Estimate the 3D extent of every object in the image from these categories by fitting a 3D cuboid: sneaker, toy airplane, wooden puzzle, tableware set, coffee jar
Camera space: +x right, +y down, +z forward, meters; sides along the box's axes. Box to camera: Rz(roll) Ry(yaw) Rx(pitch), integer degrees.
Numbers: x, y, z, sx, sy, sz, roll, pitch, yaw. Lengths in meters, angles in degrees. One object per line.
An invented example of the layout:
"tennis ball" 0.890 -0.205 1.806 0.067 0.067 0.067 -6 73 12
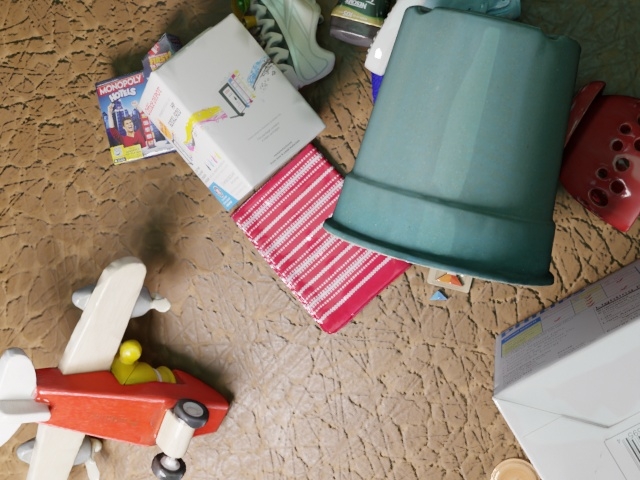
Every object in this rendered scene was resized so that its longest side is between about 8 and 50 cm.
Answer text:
"sneaker" 0.228 -0.372 1.543 0.150 0.135 0.366 43 93 6
"toy airplane" -0.393 0.243 1.683 0.386 0.272 0.384 -26 123 0
"wooden puzzle" 0.219 0.046 1.668 0.078 0.014 0.116 7 98 11
"sneaker" -0.067 -0.388 1.645 0.118 0.110 0.292 -21 92 -3
"tableware set" -0.137 -0.347 1.636 0.024 0.154 0.104 -19 94 -20
"coffee jar" 0.077 -0.407 1.616 0.096 0.079 0.184 16 99 10

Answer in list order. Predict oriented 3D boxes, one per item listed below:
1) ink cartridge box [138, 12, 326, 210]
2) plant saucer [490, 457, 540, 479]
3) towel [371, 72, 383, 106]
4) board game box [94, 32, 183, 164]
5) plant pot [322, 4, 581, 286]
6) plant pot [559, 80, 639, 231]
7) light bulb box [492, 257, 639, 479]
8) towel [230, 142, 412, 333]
"ink cartridge box" -0.146 -0.200 1.592 0.168 0.171 0.233 -42 94 -20
"plant saucer" 0.328 0.407 1.683 0.083 0.013 0.084 1 97 12
"towel" 0.204 -0.160 1.618 0.227 0.076 0.308 -7 94 11
"board game box" -0.278 -0.245 1.715 0.194 0.060 0.194 -12 92 12
"plant pot" 0.204 -0.141 1.423 0.341 0.341 0.334 14 97 10
"plant pot" 0.439 -0.132 1.518 0.174 0.191 0.191 30 101 14
"light bulb box" 0.457 0.190 1.457 0.357 0.361 0.225 -30 91 13
"towel" 0.000 0.000 1.700 0.199 0.031 0.275 -41 87 12
